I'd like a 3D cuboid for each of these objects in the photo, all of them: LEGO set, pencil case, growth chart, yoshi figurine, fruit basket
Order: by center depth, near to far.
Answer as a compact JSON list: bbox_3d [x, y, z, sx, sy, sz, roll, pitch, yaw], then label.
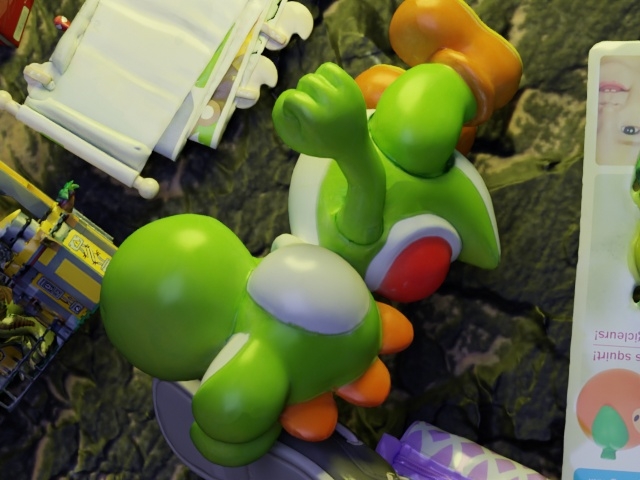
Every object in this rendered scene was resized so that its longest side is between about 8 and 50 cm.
[{"bbox_3d":[0.330,0.033,1.285,0.327,0.165,0.353,3,72,14],"label":"fruit basket"},{"bbox_3d":[-0.021,-0.018,1.309,0.203,0.203,0.362,1,45,39],"label":"yoshi figurine"},{"bbox_3d":[0.136,0.199,1.350,0.206,0.088,0.086,22,82,17],"label":"pencil case"},{"bbox_3d":[-0.298,0.053,1.388,0.192,0.255,0.331,38,101,-10],"label":"LEGO set"},{"bbox_3d":[-0.118,-0.150,1.484,0.172,0.021,0.237,36,83,5],"label":"growth chart"}]

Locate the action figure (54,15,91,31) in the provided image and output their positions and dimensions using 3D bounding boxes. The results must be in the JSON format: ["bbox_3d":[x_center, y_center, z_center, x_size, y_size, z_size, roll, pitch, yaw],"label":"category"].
[{"bbox_3d":[-0.166,-0.145,1.515,0.115,0.030,0.038,35,93,18],"label":"action figure"}]

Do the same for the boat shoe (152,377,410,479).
[{"bbox_3d":[0.004,0.157,1.314,0.095,0.112,0.335,-24,35,-27],"label":"boat shoe"}]

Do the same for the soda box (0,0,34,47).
[{"bbox_3d":[-0.253,-0.295,1.534,0.092,0.083,0.263,16,83,14],"label":"soda box"}]
